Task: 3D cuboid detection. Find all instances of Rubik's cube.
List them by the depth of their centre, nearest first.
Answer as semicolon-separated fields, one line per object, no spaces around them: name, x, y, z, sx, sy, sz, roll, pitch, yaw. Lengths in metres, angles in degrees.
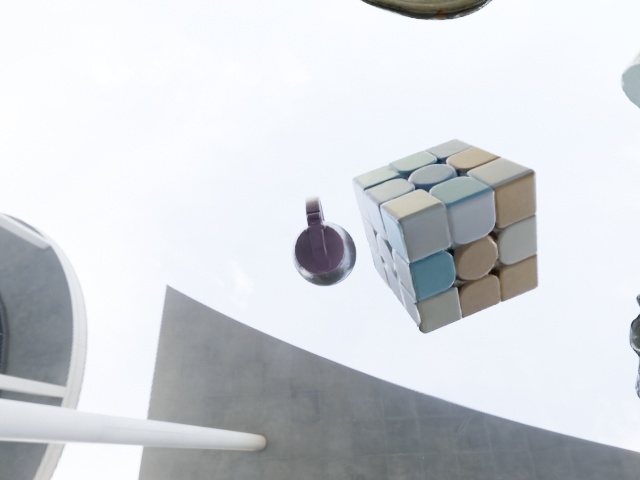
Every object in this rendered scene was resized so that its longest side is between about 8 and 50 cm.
Rubik's cube;0.323;-0.028;1.114;0.344;0.347;0.346;-21;-150;-6

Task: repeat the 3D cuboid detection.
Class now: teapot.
teapot;0.009;0.005;0.703;0.116;0.146;0.148;18;-94;6

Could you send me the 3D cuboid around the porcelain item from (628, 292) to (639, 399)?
porcelain item;0.536;0.167;0.657;0.081;0.215;0.069;-16;-158;18

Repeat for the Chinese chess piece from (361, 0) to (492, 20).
Chinese chess piece;0.094;-0.339;0.436;0.250;0.250;0.103;22;-85;23

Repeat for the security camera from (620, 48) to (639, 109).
security camera;0.688;-0.339;0.722;0.236;0.194;0.194;-50;-119;9
